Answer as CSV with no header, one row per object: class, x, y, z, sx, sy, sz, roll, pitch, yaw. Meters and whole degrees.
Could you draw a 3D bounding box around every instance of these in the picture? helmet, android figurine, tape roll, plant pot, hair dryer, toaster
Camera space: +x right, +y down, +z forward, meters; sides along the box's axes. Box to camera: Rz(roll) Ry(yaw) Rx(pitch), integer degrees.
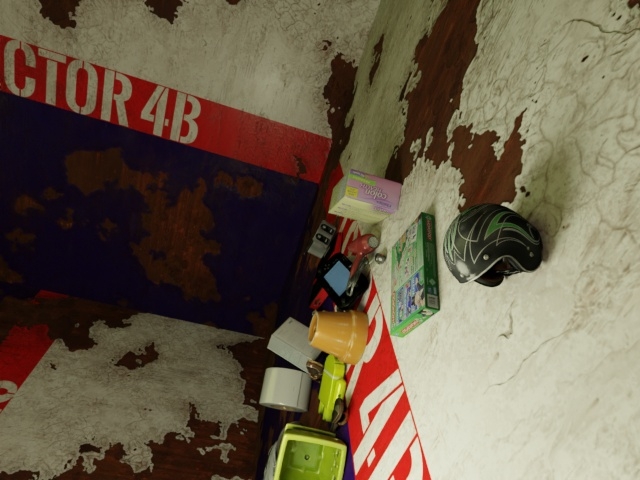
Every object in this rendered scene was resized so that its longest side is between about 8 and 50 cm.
helmet,0.321,0.011,0.828,0.169,0.161,0.169,-165,90,-79
android figurine,0.048,0.581,1.736,0.248,0.056,0.273,149,134,-75
tape roll,-0.170,0.746,2.121,0.246,0.246,0.169,125,158,-61
plant pot,-0.047,0.791,1.520,0.207,0.227,0.228,128,155,-80
plant pot,0.059,0.354,1.631,0.205,0.188,0.205,-165,90,-80
hair dryer,0.149,0.069,1.712,0.223,0.080,0.293,-46,17,18
toaster,0.000,0.000,2.529,0.168,0.110,0.185,-62,2,-33

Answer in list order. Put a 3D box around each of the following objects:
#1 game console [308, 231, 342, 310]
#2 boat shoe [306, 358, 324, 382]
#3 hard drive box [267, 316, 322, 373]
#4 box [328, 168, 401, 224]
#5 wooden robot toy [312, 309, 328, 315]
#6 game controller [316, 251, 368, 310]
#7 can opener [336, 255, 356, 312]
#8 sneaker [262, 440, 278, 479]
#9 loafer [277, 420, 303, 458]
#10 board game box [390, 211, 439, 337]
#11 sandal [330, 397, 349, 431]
game console,0.034,0.182,2.395,0.386,0.060,0.342,121,167,-53
boat shoe,-0.016,0.576,1.862,0.073,0.073,0.207,-66,-29,-21
hard drive box,-0.101,0.488,2.013,0.181,0.232,0.089,-36,-28,-58
box,0.171,-0.167,1.703,0.243,0.214,0.117,142,141,-73
wooden robot toy,0.011,0.398,2.219,0.079,0.076,0.173,-40,11,-2
game controller,0.088,0.165,1.800,0.166,0.067,0.319,-54,31,6
can opener,0.126,0.193,1.883,0.093,0.074,0.280,62,-148,-52
sneaker,-0.205,1.129,2.056,0.366,0.137,0.210,-82,10,-49
loafer,-0.113,0.993,1.887,0.130,0.134,0.366,3,88,56
board game box,0.273,0.102,1.268,0.213,0.046,0.317,119,163,-54
sandal,0.073,0.641,1.548,0.219,0.060,0.090,95,-175,-46
